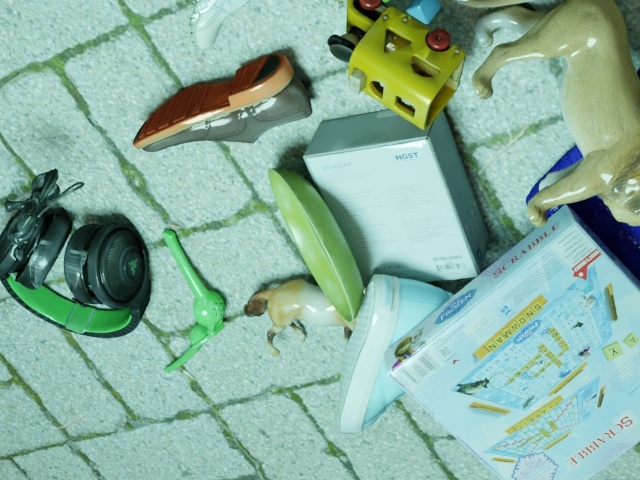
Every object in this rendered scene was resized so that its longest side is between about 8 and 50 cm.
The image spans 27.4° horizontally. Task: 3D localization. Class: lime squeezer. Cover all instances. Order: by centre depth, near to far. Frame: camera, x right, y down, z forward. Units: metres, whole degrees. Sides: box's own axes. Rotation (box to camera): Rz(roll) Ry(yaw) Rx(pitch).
[{"bbox_3d":[-0.204,0.126,2.073,0.110,0.059,0.310,14,133,9],"label":"lime squeezer"}]

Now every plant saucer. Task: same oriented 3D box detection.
[{"bbox_3d":[0.000,0.000,1.809,0.037,0.241,0.241,-29,122,-8],"label":"plant saucer"}]

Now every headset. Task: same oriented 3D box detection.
[{"bbox_3d":[-0.393,0.040,1.986,0.243,0.185,0.394,15,143,9],"label":"headset"}]

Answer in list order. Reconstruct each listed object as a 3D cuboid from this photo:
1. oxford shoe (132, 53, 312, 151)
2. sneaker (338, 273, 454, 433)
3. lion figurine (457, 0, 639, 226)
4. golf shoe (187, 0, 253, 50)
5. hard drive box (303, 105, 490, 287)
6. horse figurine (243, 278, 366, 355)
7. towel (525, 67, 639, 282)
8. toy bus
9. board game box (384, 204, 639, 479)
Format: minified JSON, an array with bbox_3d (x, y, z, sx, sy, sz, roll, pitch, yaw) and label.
[{"bbox_3d":[-0.137,-0.159,1.783,0.271,0.097,0.098,-16,127,31],"label":"oxford shoe"},{"bbox_3d":[0.112,0.184,1.882,0.150,0.135,0.366,9,148,-4],"label":"sneaker"},{"bbox_3d":[0.324,-0.166,1.518,0.240,0.142,0.392,-25,93,28],"label":"lion figurine"},{"bbox_3d":[-0.117,-0.307,1.670,0.086,0.069,0.176,18,134,-2],"label":"golf shoe"},{"bbox_3d":[0.107,-0.056,1.776,0.181,0.089,0.232,-7,126,25],"label":"hard drive box"},{"bbox_3d":[-0.002,0.111,1.977,0.263,0.066,0.174,6,138,12],"label":"horse figurine"},{"bbox_3d":[0.425,-0.075,1.647,0.228,0.076,0.308,30,133,-6],"label":"towel"},{"bbox_3d":[0.075,-0.222,1.594,0.202,0.104,0.191,10,147,54],"label":"toy bus"},{"bbox_3d":[0.306,0.165,1.731,0.319,0.066,0.318,-40,110,16],"label":"board game box"}]
